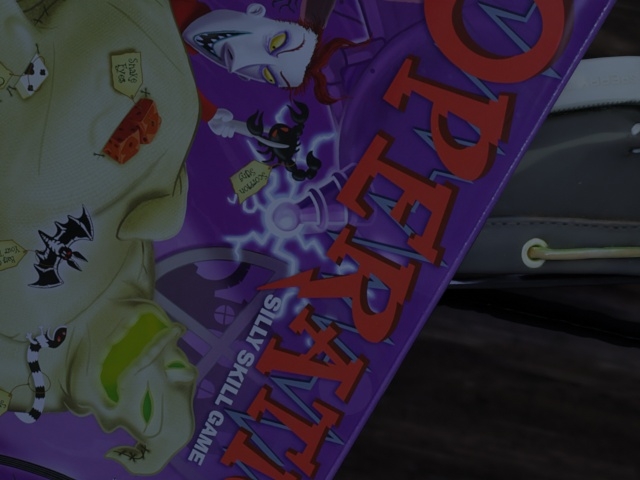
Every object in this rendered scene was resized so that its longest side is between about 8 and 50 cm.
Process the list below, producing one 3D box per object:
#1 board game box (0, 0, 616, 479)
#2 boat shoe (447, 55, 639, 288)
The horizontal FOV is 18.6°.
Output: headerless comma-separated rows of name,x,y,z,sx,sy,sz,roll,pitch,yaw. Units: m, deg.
board game box,-0.065,0.001,0.696,0.208,0.056,0.347,30,101,1
boat shoe,0.000,-0.001,0.770,0.305,0.109,0.091,-11,83,-4
